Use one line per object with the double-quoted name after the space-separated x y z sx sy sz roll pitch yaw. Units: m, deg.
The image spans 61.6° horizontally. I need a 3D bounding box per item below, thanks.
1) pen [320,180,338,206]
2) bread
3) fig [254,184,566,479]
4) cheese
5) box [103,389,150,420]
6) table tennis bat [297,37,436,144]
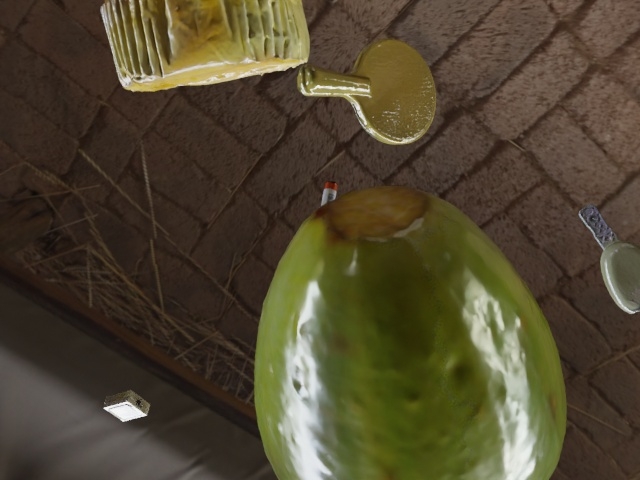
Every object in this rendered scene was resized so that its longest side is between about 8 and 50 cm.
0.000 0.000 1.012 0.028 0.028 0.239 12 73 -1 "pen"
-0.144 -0.270 0.684 0.250 0.179 0.133 -7 100 12 "bread"
0.060 0.100 0.435 0.258 0.258 0.326 -13 134 8 "fig"
0.506 0.023 0.909 0.097 0.037 0.192 -31 75 11 "cheese"
-0.485 0.415 1.348 0.083 0.035 0.079 -18 131 17 "box"
0.099 -0.281 0.993 0.321 0.050 0.198 -4 94 -34 "table tennis bat"
